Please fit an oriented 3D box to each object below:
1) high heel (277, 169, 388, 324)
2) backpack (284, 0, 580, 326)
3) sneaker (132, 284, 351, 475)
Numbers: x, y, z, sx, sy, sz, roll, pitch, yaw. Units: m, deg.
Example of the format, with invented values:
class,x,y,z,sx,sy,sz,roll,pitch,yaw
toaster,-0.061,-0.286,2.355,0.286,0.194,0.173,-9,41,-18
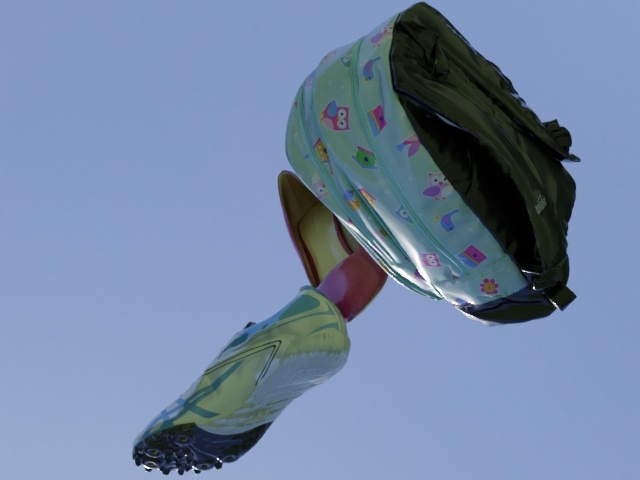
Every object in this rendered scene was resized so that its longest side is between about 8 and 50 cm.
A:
class,x,y,z,sx,sy,sz,roll,pitch,yaw
high heel,0.000,0.000,0.978,0.117,0.082,0.244,46,-165,-15
backpack,0.070,-0.045,0.589,0.182,0.115,0.152,44,-145,-26
sneaker,-0.074,0.131,0.890,0.085,0.237,0.086,42,-163,-38
